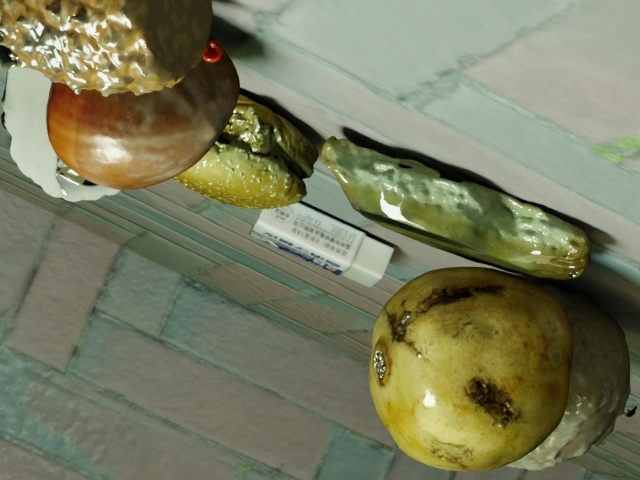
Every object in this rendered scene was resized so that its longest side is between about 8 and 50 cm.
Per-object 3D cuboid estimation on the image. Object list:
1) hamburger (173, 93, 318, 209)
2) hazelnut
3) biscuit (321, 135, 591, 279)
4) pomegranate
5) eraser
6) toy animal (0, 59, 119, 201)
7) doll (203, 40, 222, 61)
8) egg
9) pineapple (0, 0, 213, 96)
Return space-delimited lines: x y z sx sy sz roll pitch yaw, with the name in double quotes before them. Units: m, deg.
"hamburger" -0.102 -0.104 1.980 0.189 0.122 0.215 16 170 31
"hazelnut" -0.189 -0.149 1.692 0.214 0.214 0.176 18 158 33
"biscuit" 0.169 -0.023 1.899 0.335 0.078 0.329 17 173 43
"pomegranate" 0.180 0.157 1.960 0.260 0.260 0.260 24 170 4
"eraser" 0.000 0.000 2.448 0.210 0.068 0.124 24 168 -3
"toy animal" -0.274 -0.166 1.884 0.156 0.208 0.204 -14 -146 -37
"doll" -0.213 -0.222 1.582 0.245 0.142 0.076 18 168 0
"egg" 0.290 0.184 2.194 0.279 0.279 0.310 25 143 -5
"pineapple" -0.279 -0.216 1.488 0.340 0.169 0.169 2 162 21
